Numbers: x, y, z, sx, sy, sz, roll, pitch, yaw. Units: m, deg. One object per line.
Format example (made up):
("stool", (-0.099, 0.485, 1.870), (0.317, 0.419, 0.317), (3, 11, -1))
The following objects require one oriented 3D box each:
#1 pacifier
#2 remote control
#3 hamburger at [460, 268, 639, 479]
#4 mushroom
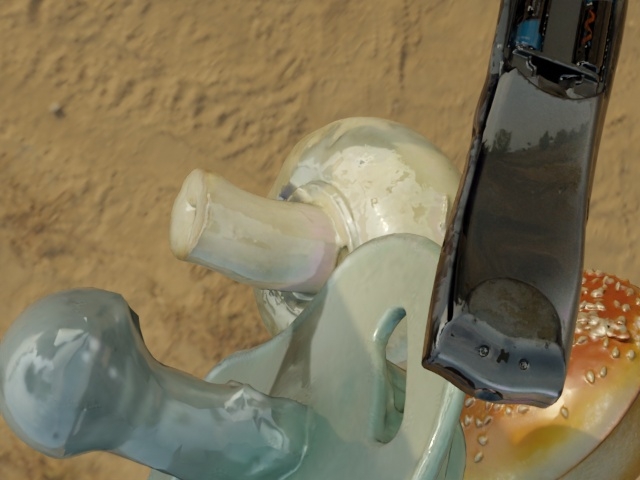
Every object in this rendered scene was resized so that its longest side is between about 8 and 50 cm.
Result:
("pacifier", (-0.067, 0.124, 0.873), (0.269, 0.288, 0.343), (26, 130, -24))
("remote control", (0.084, -0.035, 0.591), (0.059, 0.212, 0.028), (20, 151, -12))
("hamburger", (0.178, 0.123, 1.183), (0.147, 0.237, 0.237), (35, 122, -15))
("mushroom", (0.016, 0.004, 1.784), (0.356, 0.315, 0.315), (16, 119, 8))
